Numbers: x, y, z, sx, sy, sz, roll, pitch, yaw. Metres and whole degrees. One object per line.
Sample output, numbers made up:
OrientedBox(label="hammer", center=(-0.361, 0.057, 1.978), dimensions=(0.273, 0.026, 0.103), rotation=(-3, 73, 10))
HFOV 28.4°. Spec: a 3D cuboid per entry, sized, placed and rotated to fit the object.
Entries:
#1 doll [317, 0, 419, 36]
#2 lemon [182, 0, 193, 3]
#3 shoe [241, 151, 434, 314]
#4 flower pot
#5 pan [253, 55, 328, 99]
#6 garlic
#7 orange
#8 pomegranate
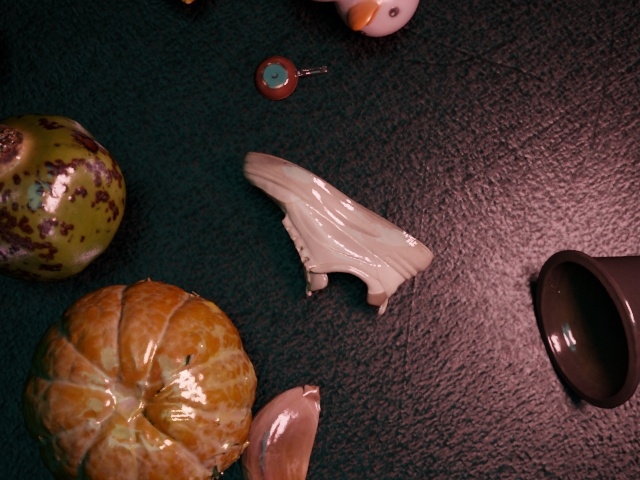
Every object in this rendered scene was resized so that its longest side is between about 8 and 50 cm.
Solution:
OrientedBox(label="doll", center=(0.063, -0.419, 1.890), dimensions=(0.221, 0.221, 0.251), rotation=(8, 55, 0))
OrientedBox(label="lemon", center=(-0.209, -0.449, 1.900), dimensions=(0.142, 0.142, 0.187), rotation=(-6, 89, -1))
OrientedBox(label="shoe", center=(0.000, 0.000, 1.860), dimensions=(0.316, 0.124, 0.159), rotation=(29, 90, 3))
OrientedBox(label="flower pot", center=(0.434, 0.107, 1.817), dimensions=(0.148, 0.235, 0.235), rotation=(-17, 83, -22))
OrientedBox(label="pan", center=(-0.046, -0.255, 1.934), dimensions=(0.115, 0.023, 0.068), rotation=(-11, 82, -1))
OrientedBox(label="garlic", center=(-0.066, 0.300, 1.841), dimensions=(0.101, 0.087, 0.195), rotation=(14, 80, -12))
OrientedBox(label="orange", center=(-0.253, 0.216, 1.764), dimensions=(0.329, 0.249, 0.329), rotation=(0, 85, -4))
OrientedBox(label="pomegranate", center=(-0.406, -0.070, 1.794), dimensions=(0.254, 0.270, 0.254), rotation=(-6, 56, 9))
